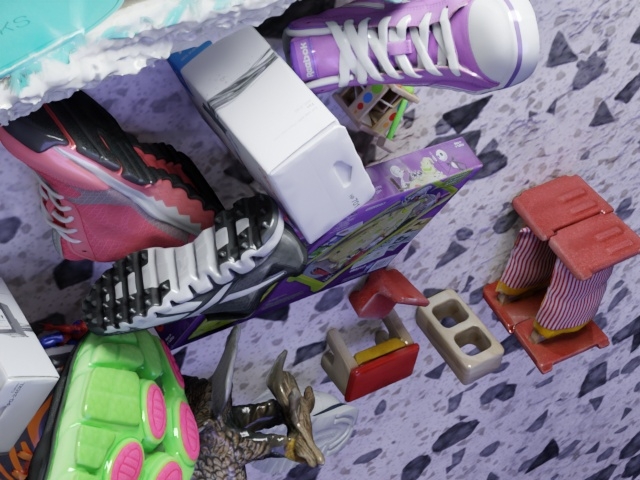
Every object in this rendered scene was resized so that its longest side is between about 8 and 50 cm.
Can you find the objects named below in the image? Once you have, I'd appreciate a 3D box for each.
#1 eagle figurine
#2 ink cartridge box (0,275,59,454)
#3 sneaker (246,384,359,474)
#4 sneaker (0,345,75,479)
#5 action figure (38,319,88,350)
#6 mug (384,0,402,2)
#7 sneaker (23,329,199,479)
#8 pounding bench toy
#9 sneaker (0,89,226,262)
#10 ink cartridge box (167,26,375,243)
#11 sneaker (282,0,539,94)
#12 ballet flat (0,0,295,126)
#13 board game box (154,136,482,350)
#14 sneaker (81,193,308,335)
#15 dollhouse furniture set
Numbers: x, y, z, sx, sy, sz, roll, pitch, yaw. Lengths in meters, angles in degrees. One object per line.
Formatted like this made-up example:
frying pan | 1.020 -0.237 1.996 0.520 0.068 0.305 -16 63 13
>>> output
eagle figurine | -0.143 0.246 1.645 0.298 0.225 0.226 -21 156 3
ink cartridge box | -0.321 0.113 1.445 0.063 0.150 0.109 6 129 -48
sneaker | -0.052 0.221 1.888 0.235 0.094 0.090 8 111 -58
sneaker | -0.299 0.262 1.614 0.124 0.180 0.321 -5 140 -44
action figure | -0.274 0.102 1.595 0.115 0.030 0.038 -22 151 -12
mug | 0.042 -0.287 1.335 0.129 0.097 0.158 86 27 -48
sneaker | -0.258 0.275 1.433 0.202 0.483 0.185 -8 140 33
pounding bench toy | 0.068 -0.138 1.577 0.065 0.083 0.052 -47 147 16
sneaker | -0.206 -0.035 1.405 0.136 0.116 0.314 -42 149 10
ink cartridge box | -0.048 -0.109 1.392 0.082 0.191 0.140 -36 149 -4
sneaker | 0.064 -0.167 1.380 0.161 0.282 0.102 -18 103 -27
ballet flat | -0.149 -0.198 1.245 0.408 0.147 0.147 -23 147 -9
board game box | 0.000 0.000 1.630 0.346 0.056 0.208 -19 163 -45
sneaker | -0.109 0.043 1.421 0.234 0.078 0.106 -27 139 23
dollhouse furniture set | 0.203 0.084 1.936 0.374 0.152 0.201 -22 145 -25
